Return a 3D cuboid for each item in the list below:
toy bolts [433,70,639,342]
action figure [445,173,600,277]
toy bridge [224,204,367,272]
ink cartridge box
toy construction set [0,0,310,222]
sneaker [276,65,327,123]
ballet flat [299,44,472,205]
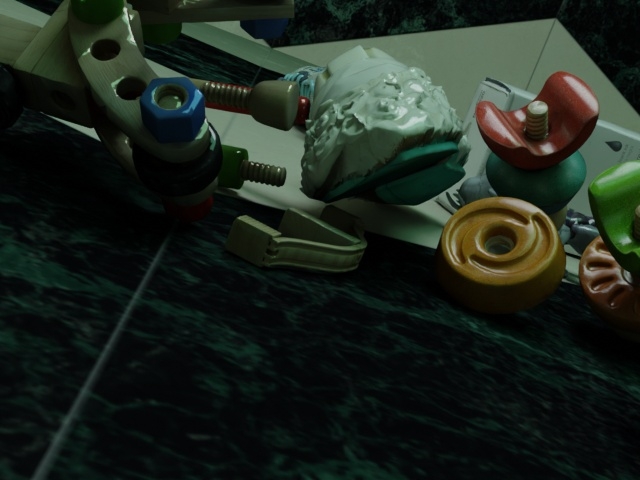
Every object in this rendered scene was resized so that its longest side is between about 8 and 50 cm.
[{"bbox_3d":[0.188,-0.003,0.909,0.218,0.158,0.228,-18,50,-4],"label":"toy bolts"},{"bbox_3d":[0.264,-0.005,1.108,0.285,0.099,0.185,18,19,4],"label":"action figure"},{"bbox_3d":[0.000,0.000,0.784,0.063,0.026,0.188,27,13,17],"label":"toy bridge"},{"bbox_3d":[0.267,-0.079,1.261,0.218,0.159,0.092,17,13,-17],"label":"ink cartridge box"},{"bbox_3d":[-0.147,-0.146,0.804,0.237,0.257,0.309,11,-10,11],"label":"toy construction set"},{"bbox_3d":[-0.004,-0.186,1.477,0.122,0.110,0.283,3,10,2],"label":"sneaker"},{"bbox_3d":[0.049,-0.101,0.967,0.147,0.147,0.409,23,3,9],"label":"ballet flat"}]
